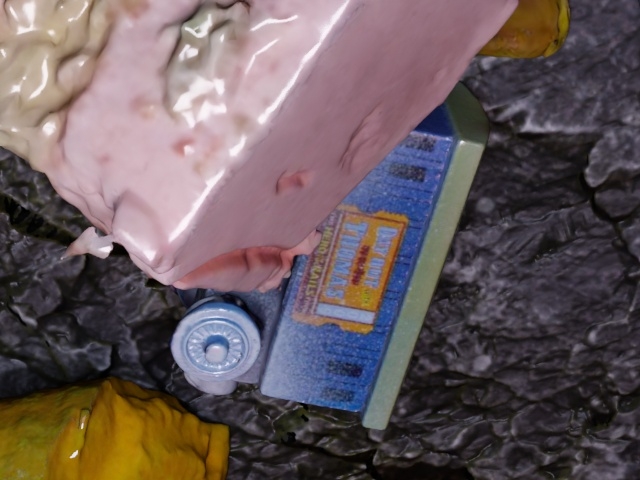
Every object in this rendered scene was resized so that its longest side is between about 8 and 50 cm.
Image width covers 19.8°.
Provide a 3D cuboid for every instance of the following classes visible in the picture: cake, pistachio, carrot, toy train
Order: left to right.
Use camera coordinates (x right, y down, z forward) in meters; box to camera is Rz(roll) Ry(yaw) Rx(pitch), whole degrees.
[{"bbox_3d":[-0.243,0.245,1.470,0.341,0.241,0.241,-10,119,5],"label":"carrot"},{"bbox_3d":[-0.079,-0.165,1.174,0.307,0.293,0.314,40,99,20],"label":"cake"},{"bbox_3d":[0.000,0.000,1.403,0.202,0.131,0.299,12,119,-11],"label":"toy train"},{"bbox_3d":[0.111,-0.176,1.355,0.173,0.049,0.089,27,115,-16],"label":"pistachio"}]

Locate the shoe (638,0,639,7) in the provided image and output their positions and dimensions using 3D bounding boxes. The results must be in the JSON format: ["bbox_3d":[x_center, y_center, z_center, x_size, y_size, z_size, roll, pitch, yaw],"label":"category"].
[{"bbox_3d":[0.266,-0.198,1.355,0.071,0.049,0.179,-4,138,14],"label":"shoe"}]
